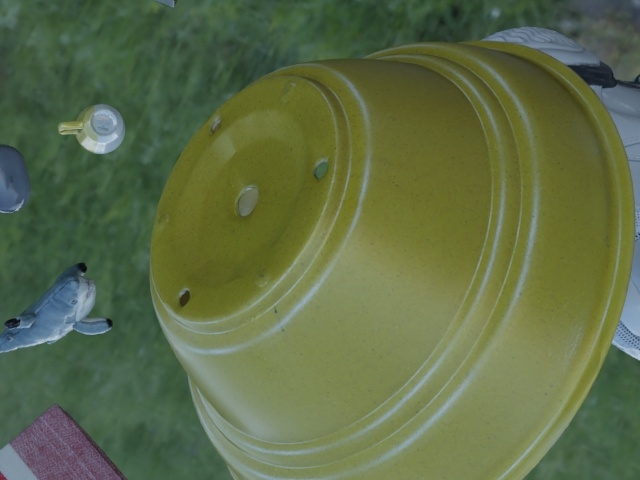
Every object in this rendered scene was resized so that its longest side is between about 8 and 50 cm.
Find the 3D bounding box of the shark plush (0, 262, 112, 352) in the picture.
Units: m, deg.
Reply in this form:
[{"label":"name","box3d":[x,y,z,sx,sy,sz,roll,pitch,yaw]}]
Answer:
[{"label":"shark plush","box3d":[-0.280,0.071,1.132,0.161,0.073,0.067,-18,173,22]}]

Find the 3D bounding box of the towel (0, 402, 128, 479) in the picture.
[{"label":"towel","box3d":[-0.287,0.336,1.036,0.237,0.329,0.037,46,166,15]}]

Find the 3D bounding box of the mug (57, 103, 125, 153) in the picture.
[{"label":"mug","box3d":[-0.275,-0.136,1.436,0.062,0.078,0.064,55,167,-7]}]

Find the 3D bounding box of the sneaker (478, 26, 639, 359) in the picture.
[{"label":"sneaker","box3d":[0.238,-0.023,0.759,0.366,0.137,0.210,-1,-135,-43]}]

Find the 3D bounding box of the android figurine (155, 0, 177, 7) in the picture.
[{"label":"android figurine","box3d":[-0.124,-0.384,1.203,0.056,0.273,0.248,15,158,49]}]

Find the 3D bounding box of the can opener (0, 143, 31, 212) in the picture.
[{"label":"can opener","box3d":[-0.282,-0.016,0.865,0.076,0.095,0.283,-14,-171,-30]}]

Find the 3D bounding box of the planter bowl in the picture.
[{"label":"planter bowl","box3d":[0.000,0.000,0.443,0.090,0.217,0.217,30,171,-39]}]
